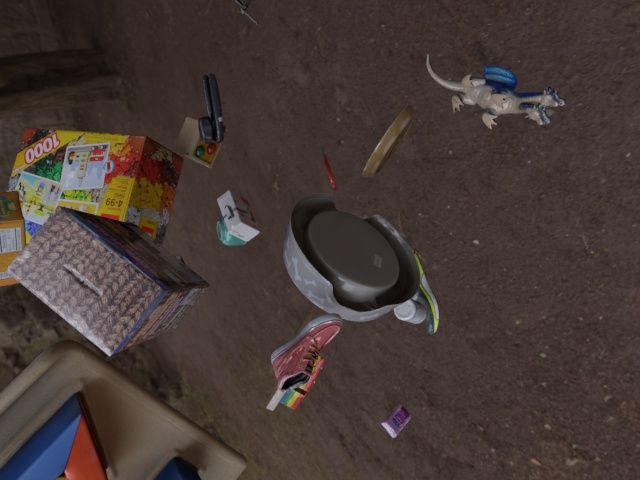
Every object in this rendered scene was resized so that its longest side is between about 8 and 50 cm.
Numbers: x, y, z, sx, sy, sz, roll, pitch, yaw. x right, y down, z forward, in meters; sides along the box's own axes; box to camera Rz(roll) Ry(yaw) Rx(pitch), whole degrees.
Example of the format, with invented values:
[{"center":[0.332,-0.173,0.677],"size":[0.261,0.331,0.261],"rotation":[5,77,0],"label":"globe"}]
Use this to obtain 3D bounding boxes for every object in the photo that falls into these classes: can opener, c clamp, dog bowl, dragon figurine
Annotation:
[{"center":[-0.296,-0.362,1.162],"size":[0.059,0.073,0.186],"rotation":[8,104,25],"label":"can opener"},{"center":[-0.252,-0.815,1.401],"size":[0.022,0.137,0.161],"rotation":[-20,50,42],"label":"c clamp"},{"center":[0.067,0.040,1.013],"size":[0.349,0.348,0.102],"rotation":[51,130,21],"label":"dog bowl"},{"center":[0.363,-0.320,0.904],"size":[0.289,0.143,0.085],"rotation":[38,139,30],"label":"dragon figurine"}]

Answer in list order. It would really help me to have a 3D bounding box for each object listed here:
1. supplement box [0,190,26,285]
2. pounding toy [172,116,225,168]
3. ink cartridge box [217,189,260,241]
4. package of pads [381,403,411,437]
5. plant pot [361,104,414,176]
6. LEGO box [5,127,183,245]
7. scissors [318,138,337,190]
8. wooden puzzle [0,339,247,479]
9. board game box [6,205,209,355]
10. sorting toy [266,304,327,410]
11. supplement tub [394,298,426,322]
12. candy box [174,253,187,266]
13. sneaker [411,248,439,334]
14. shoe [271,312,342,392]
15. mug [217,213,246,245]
[{"center":[-0.640,0.003,0.844],"size":[0.233,0.080,0.078],"rotation":[-50,61,41],"label":"supplement box"},{"center":[-0.391,-0.369,1.484],"size":[0.094,0.181,0.206],"rotation":[24,90,22],"label":"pounding toy"},{"center":[-0.254,-0.077,1.308],"size":[0.056,0.099,0.135],"rotation":[-34,61,15],"label":"ink cartridge box"},{"center":[0.215,0.510,1.188],"size":[0.050,0.083,0.032],"rotation":[49,140,13],"label":"package of pads"},{"center":[0.198,-0.273,1.195],"size":[0.032,0.236,0.236],"rotation":[35,140,7],"label":"plant pot"},{"center":[-0.728,-0.136,1.331],"size":[0.498,0.193,0.374],"rotation":[8,81,20],"label":"LEGO box"},{"center":[0.020,-0.317,1.611],"size":[0.109,0.021,0.298],"rotation":[60,-166,-59],"label":"scissors"},{"center":[-0.267,0.326,0.451],"size":[0.080,0.322,0.348],"rotation":[19,151,48],"label":"wooden puzzle"},{"center":[-0.388,0.075,0.833],"size":[0.232,0.141,0.291],"rotation":[38,177,4],"label":"board game box"},{"center":[-0.048,0.361,1.284],"size":[0.089,0.257,0.256],"rotation":[26,127,-2],"label":"sorting toy"},{"center":[0.275,0.215,1.287],"size":[0.070,0.107,0.071],"rotation":[-10,70,30],"label":"supplement tub"},{"center":[-0.596,0.140,1.501],"size":[0.233,0.159,0.071],"rotation":[-27,95,44],"label":"candy box"},{"center":[0.323,0.186,1.460],"size":[0.111,0.121,0.300],"rotation":[60,-169,-68],"label":"sneaker"},{"center":[-0.020,0.221,0.821],"size":[0.063,0.178,0.081],"rotation":[39,-161,-40],"label":"shoe"},{"center":[-0.357,-0.051,1.666],"size":[0.158,0.097,0.130],"rotation":[50,138,48],"label":"mug"}]
